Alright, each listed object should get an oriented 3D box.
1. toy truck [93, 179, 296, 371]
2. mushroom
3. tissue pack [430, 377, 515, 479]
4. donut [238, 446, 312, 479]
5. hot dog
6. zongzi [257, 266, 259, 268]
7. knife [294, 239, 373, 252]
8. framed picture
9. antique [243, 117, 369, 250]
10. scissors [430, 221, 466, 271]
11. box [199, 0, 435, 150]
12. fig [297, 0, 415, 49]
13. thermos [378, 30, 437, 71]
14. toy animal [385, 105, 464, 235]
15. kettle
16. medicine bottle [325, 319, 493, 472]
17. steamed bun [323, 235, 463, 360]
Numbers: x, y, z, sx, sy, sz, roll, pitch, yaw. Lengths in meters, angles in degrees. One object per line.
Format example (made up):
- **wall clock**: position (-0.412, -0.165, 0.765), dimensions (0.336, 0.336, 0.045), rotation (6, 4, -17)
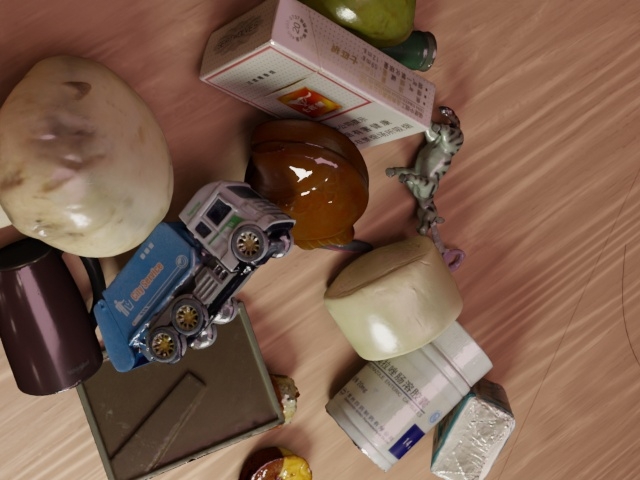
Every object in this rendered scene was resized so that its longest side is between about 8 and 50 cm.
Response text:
- **toy truck**: position (-0.209, 0.064, 1.330), dimensions (0.367, 0.175, 0.146), rotation (-48, 170, 13)
- **mushroom**: position (-0.398, -0.105, 1.192), dimensions (0.336, 0.314, 0.314), rotation (-12, 122, 10)
- **tissue pack**: position (0.333, 0.417, 1.801), dimensions (0.124, 0.271, 0.201), rotation (31, 97, 6)
- **donut**: position (-0.104, 0.519, 1.723), dimensions (0.166, 0.073, 0.184), rotation (-1, 111, -28)
- **hot dog**: position (-0.142, 0.322, 1.600), dimensions (0.213, 0.103, 0.146), rotation (-4, 139, -23)
- **zongzi**: position (-0.175, 0.094, 1.487), dimensions (0.176, 0.078, 0.160), rotation (-1, 110, -32)
- **knife**: position (0.000, 0.000, 1.578), dimensions (0.247, 0.018, 0.035), rotation (8, 110, -30)
- **framed picture**: position (-0.255, 0.279, 1.485), dimensions (0.335, 0.022, 0.247), rotation (-19, 88, -21)
- **antique**: position (-0.027, -0.101, 1.412), dimensions (0.223, 0.129, 0.278), rotation (-12, 141, 20)
- **scissors**: position (0.249, 0.023, 1.684), dimensions (0.110, 0.021, 0.212), rotation (-37, 147, -8)
- **box**: position (-0.003, -0.260, 1.336), dimensions (0.330, 0.210, 0.095), rotation (24, 69, -34)
- **fig**: position (0.057, -0.403, 1.299), dimensions (0.230, 0.207, 0.207), rotation (44, 87, -5)
- **thermos**: position (0.108, -0.347, 1.454), dimensions (0.188, 0.083, 0.073), rotation (1, 87, -28)
- **toy animal**: position (0.196, -0.133, 1.582), dimensions (0.170, 0.090, 0.255), rotation (-14, 129, -45)
- **kettle**: position (-0.432, 0.104, 1.319), dimensions (0.202, 0.144, 0.232), rotation (-30, 121, -37)
- **medicine bottle**: position (0.189, 0.303, 1.714), dimensions (0.332, 0.190, 0.190), rotation (-44, 125, -5)
- **steamed bun**: position (0.147, 0.116, 1.603), dimensions (0.250, 0.155, 0.200), rotation (-30, 111, -3)
